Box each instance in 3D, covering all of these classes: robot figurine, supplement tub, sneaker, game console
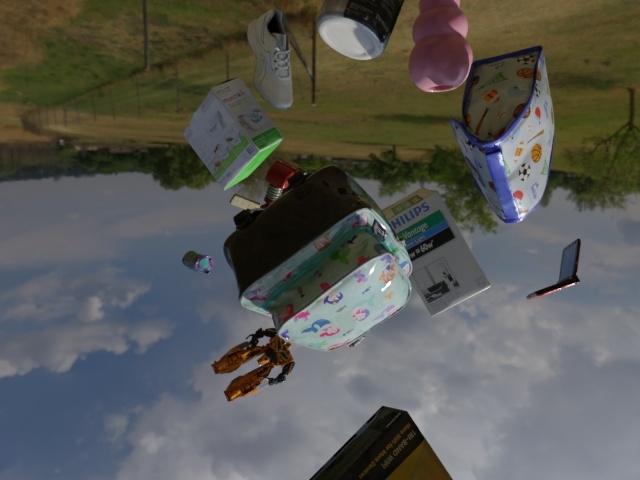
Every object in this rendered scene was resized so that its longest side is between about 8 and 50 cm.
[{"bbox_3d":[-0.223,0.435,1.618,0.290,0.211,0.085,-24,174,-28],"label":"robot figurine"},{"bbox_3d":[0.138,-0.701,1.260,0.206,0.338,0.207,21,175,2],"label":"supplement tub"},{"bbox_3d":[-0.139,-0.537,1.353,0.110,0.298,0.129,-15,179,-34],"label":"sneaker"},{"bbox_3d":[0.501,0.067,0.989,0.124,0.085,0.144,-22,164,11],"label":"game console"}]

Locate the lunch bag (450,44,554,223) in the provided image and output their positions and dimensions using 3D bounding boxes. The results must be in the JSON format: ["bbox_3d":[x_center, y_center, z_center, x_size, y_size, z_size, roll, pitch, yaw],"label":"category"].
[{"bbox_3d":[0.526,-0.289,1.304,0.238,0.328,0.386,-4,-129,34],"label":"lunch bag"}]

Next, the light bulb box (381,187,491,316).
[{"bbox_3d":[0.380,0.021,1.627,0.225,0.361,0.358,-30,-175,9],"label":"light bulb box"}]

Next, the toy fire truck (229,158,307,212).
[{"bbox_3d":[-0.191,-0.181,1.683,0.158,0.217,0.246,29,-151,16],"label":"toy fire truck"}]

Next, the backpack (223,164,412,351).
[{"bbox_3d":[0.018,0.042,0.667,0.225,0.191,0.253,-36,150,9],"label":"backpack"}]

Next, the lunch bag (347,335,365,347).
[{"bbox_3d":[0.058,0.288,1.866,0.304,0.256,0.212,20,-178,-33],"label":"lunch bag"}]

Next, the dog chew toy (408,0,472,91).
[{"bbox_3d":[0.389,-0.667,1.495,0.206,0.333,0.206,-3,-174,0],"label":"dog chew toy"}]

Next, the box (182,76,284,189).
[{"bbox_3d":[-0.280,-0.324,1.424,0.126,0.231,0.262,-39,-176,-40],"label":"box"}]

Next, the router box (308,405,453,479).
[{"bbox_3d":[0.075,0.449,0.681,0.308,0.243,0.081,-36,-176,-26],"label":"router box"}]

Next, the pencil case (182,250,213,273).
[{"bbox_3d":[-0.431,0.075,1.606,0.070,0.065,0.151,-9,-169,-34],"label":"pencil case"}]
